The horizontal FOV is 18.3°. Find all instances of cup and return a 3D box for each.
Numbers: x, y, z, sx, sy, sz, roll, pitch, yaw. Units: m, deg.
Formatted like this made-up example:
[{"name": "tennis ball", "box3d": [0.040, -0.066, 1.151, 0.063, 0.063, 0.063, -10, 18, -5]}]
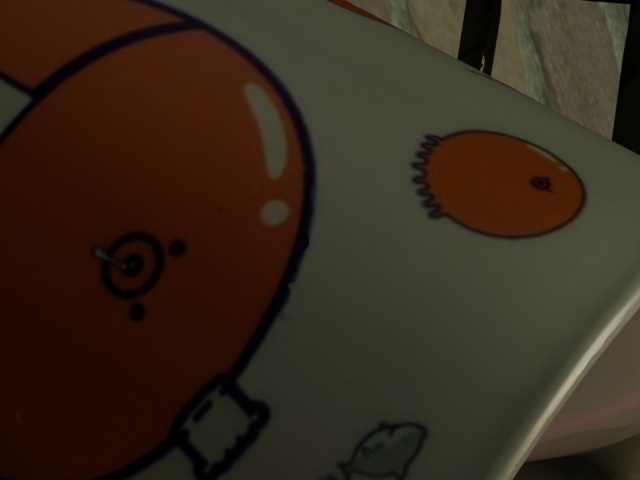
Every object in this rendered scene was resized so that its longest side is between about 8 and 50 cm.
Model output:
[{"name": "cup", "box3d": [-0.060, 0.010, 0.604, 0.212, 0.317, 0.212, -47, 156, -29]}]

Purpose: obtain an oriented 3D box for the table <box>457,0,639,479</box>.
[{"name": "table", "box3d": [0.085, -0.008, 0.849, 0.335, 0.222, 0.272, 6, 94, -63]}]
